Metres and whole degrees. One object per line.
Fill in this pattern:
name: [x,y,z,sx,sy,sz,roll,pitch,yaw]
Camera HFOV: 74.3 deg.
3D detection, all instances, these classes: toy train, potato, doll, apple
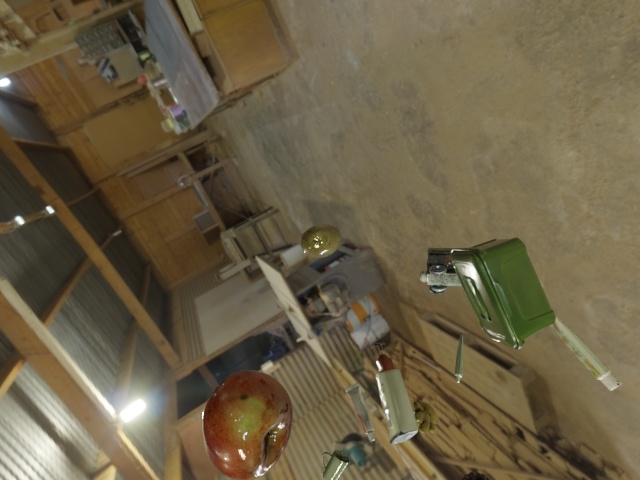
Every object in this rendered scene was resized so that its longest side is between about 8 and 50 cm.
toy train: [0.563,0.124,1.716,0.299,0.202,0.131,1,118,21]
potato: [0.000,0.000,1.894,0.159,0.174,0.251,37,-169,9]
doll: [0.434,0.766,1.820,0.137,0.097,0.209,53,-162,21]
apple: [-0.260,0.641,1.492,0.277,0.348,0.348,11,139,31]

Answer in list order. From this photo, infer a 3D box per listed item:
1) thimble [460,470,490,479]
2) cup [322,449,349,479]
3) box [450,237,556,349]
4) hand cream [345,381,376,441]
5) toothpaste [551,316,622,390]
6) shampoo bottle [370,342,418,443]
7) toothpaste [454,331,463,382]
thimble: [0.437,0.706,1.174,0.095,0.104,0.066,-18,100,53]
cup: [0.038,0.690,1.291,0.075,0.083,0.054,28,-175,-19]
box: [0.573,0.148,1.336,0.253,0.178,0.329,-174,58,-88]
hand cream: [0.155,0.650,1.596,0.038,0.052,0.216,93,160,-48]
toothpaste: [0.878,0.364,1.444,0.314,0.056,0.058,57,131,30]
shampoo bottle: [0.202,0.421,1.217,0.153,0.071,0.284,94,168,-57]
toothpaste: [0.547,0.458,1.656,0.029,0.197,0.048,7,148,15]
